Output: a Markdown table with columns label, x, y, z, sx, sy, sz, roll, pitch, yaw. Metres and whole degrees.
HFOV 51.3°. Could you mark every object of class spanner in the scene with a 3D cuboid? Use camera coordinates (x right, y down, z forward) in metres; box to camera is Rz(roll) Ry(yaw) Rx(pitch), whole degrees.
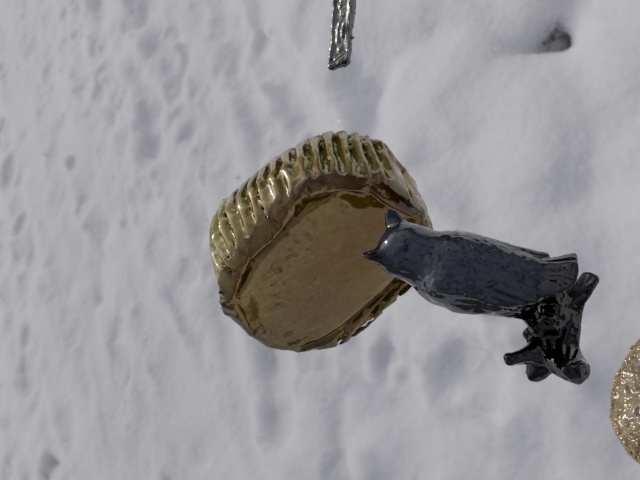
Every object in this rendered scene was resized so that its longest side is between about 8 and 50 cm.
| label | x | y | z | sx | sy | sz | roll | pitch | yaw |
| --- | --- | --- | --- | --- | --- | --- | --- | --- | --- |
| spanner | 0.031 | -0.351 | 0.741 | 0.093 | 0.026 | 0.325 | 4 | 87 | 41 |

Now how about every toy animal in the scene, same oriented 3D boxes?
| label | x | y | z | sx | sy | sz | roll | pitch | yaw |
| --- | --- | --- | --- | --- | --- | --- | --- | --- | --- |
| toy animal | 0.145 | 0.035 | 0.588 | 0.117 | 0.210 | 0.121 | 124 | 168 | -64 |

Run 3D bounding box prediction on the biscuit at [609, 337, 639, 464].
| label | x | y | z | sx | sy | sz | roll | pitch | yaw |
| --- | --- | --- | --- | --- | --- | --- | --- | --- | --- |
| biscuit | 0.433 | 0.175 | 0.777 | 0.220 | 0.033 | 0.219 | -48 | 20 | 24 |

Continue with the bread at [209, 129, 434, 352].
| label | x | y | z | sx | sy | sz | roll | pitch | yaw |
| --- | --- | --- | --- | --- | --- | --- | --- | --- | --- |
| bread | 0.000 | 0.000 | 0.765 | 0.253 | 0.227 | 0.142 | -42 | 30 | 15 |
